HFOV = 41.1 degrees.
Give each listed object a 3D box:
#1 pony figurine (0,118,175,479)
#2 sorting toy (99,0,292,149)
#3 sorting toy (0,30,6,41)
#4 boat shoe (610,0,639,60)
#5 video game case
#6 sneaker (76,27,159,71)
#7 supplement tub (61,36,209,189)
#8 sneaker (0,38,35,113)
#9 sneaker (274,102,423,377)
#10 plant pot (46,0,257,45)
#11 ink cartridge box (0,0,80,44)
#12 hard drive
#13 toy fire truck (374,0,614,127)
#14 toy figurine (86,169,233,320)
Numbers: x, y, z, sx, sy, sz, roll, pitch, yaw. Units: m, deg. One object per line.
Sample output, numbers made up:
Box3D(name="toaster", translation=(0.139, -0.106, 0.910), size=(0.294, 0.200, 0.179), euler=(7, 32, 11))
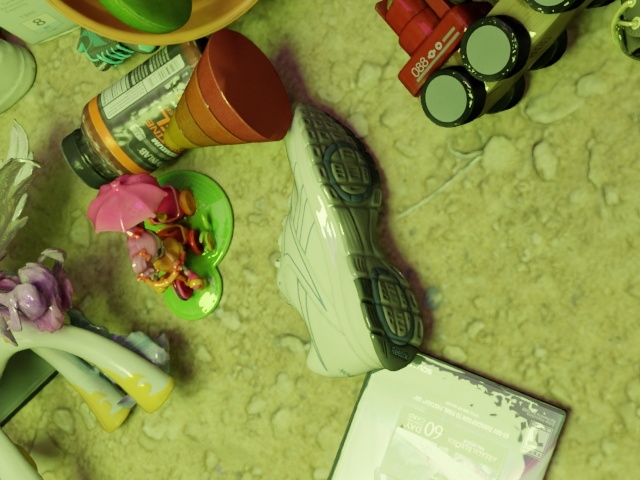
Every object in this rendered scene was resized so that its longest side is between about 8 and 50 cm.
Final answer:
Box3D(name="pony figurine", translation=(-0.334, 0.085, 0.853), size=(0.363, 0.303, 0.351), euler=(39, 88, -18))
Box3D(name="sorting toy", translation=(-0.189, -0.205, 0.798), size=(0.126, 0.365, 0.127), euler=(-29, 31, 30))
Box3D(name="sorting toy", translation=(-0.518, -0.302, 1.060), size=(0.274, 0.132, 0.046), euler=(2, 54, 14))
Box3D(name="boat shoe", translation=(0.325, -0.193, 0.782), size=(0.091, 0.109, 0.305), euler=(-30, 79, 7))
Box3D(name="video game case", translation=(0.102, 0.259, 0.844), size=(0.196, 0.026, 0.274), euler=(20, 89, 19))
Box3D(name="sneaker", translation=(-0.232, -0.226, 0.974), size=(0.166, 0.064, 0.076), euler=(35, 108, 49))
Box3D(name="supplement tub", translation=(-0.187, -0.136, 0.940), size=(0.197, 0.106, 0.106), euler=(-32, 75, 12))
Box3D(name="sneaker", translation=(-0.496, -0.149, 1.007), size=(0.292, 0.169, 0.108), euler=(-42, 75, 10))
Box3D(name="sneaker", translation=(0.000, 0.000, 0.867), size=(0.129, 0.111, 0.297), euler=(-27, 66, 36))
Box3D(name="plant pot", translation=(-0.183, -0.368, 0.876), size=(0.291, 0.291, 0.203), euler=(-45, 31, 8))
Box3D(name="ink cartridge box", translation=(-0.407, -0.417, 0.895), size=(0.091, 0.385, 0.308), euler=(-17, 78, 14))
Box3D(name="hard drive", translation=(-0.377, 0.158, 1.008), size=(0.135, 0.022, 0.094), euler=(-43, 73, 9))
Box3D(name="toy fire truck", translation=(0.139, -0.264, 0.815), size=(0.246, 0.158, 0.217), euler=(51, 130, 12))
Box3D(name="toy figurine", translation=(-0.177, -0.003, 0.892), size=(0.130, 0.159, 0.173), euler=(-14, 80, 15))
